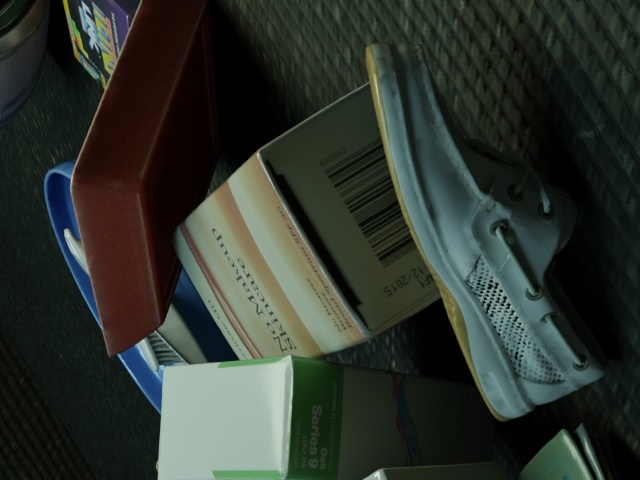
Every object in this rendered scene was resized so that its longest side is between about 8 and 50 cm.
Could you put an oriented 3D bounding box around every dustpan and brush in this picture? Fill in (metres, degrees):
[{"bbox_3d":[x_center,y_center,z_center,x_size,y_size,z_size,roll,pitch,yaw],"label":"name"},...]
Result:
[{"bbox_3d":[-0.195,0.069,1.535,0.147,0.060,0.211,9,128,65],"label":"dustpan and brush"}]

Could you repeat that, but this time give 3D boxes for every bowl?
[{"bbox_3d":[-0.191,0.072,1.732,0.391,0.077,0.391,48,158,27],"label":"bowl"}]

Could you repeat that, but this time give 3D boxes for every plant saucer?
[{"bbox_3d":[-0.135,-0.067,1.247,0.047,0.259,0.258,10,145,7],"label":"plant saucer"}]

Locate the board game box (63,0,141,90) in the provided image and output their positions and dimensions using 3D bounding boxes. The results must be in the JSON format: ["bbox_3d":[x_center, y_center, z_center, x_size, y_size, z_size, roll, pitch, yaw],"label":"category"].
[{"bbox_3d":[-0.190,-0.199,1.387,0.141,0.048,0.170,48,158,30],"label":"board game box"}]

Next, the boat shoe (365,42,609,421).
[{"bbox_3d":[0.107,-0.013,0.895,0.098,0.096,0.277,-93,-20,-53],"label":"boat shoe"}]

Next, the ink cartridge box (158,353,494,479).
[{"bbox_3d":[0.007,0.146,1.118,0.154,0.212,0.093,-11,74,47],"label":"ink cartridge box"}]

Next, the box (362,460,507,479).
[{"bbox_3d":[0.058,0.270,1.028,0.182,0.119,0.181,-42,55,43],"label":"box"}]

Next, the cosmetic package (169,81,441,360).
[{"bbox_3d":[0.000,0.000,1.101,0.153,0.129,0.296,58,160,1],"label":"cosmetic package"}]

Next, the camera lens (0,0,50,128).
[{"bbox_3d":[-0.401,-0.241,1.575,0.219,0.219,0.274,56,160,8],"label":"camera lens"}]

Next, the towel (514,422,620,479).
[{"bbox_3d":[0.178,0.350,0.993,0.271,0.040,0.370,-51,48,38],"label":"towel"}]

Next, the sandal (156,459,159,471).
[{"bbox_3d":[-0.169,0.283,1.872,0.240,0.079,0.088,-118,12,-57],"label":"sandal"}]
